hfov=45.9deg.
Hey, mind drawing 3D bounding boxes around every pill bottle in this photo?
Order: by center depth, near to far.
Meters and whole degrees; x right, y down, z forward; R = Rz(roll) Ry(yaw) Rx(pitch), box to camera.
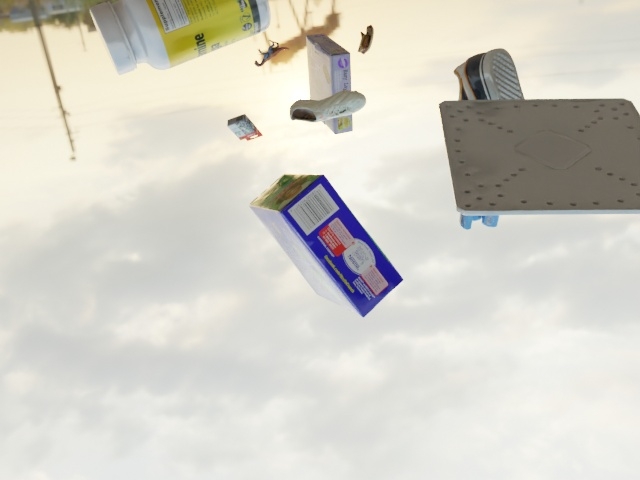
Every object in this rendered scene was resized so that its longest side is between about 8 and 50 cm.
[{"bbox_3d":[-0.286,-0.464,1.547,0.334,0.187,0.188,-24,-157,-10],"label":"pill bottle"}]

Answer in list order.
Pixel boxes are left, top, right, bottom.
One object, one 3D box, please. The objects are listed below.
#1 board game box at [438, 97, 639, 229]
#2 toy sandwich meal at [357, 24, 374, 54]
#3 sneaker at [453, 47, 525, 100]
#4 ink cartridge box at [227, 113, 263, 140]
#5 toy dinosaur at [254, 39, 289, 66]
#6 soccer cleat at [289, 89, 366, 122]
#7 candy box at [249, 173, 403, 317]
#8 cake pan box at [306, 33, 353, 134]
[{"bbox_3d":[0.431,-0.152,1.413,0.390,0.050,0.390,-1,-142,3],"label":"board game box"},{"bbox_3d":[0.123,-0.553,2.076,0.029,0.085,0.085,9,-163,-12],"label":"toy sandwich meal"},{"bbox_3d":[0.386,-0.254,1.656,0.126,0.321,0.127,-27,-164,-36],"label":"sneaker"},{"bbox_3d":[-0.230,-0.337,2.322,0.063,0.115,0.029,-16,-125,22],"label":"ink cartridge box"},{"bbox_3d":[-0.144,-0.508,2.070,0.090,0.082,0.047,31,-162,21],"label":"toy dinosaur"},{"bbox_3d":[0.017,-0.325,1.870,0.196,0.068,0.076,-5,-142,16],"label":"soccer cleat"},{"bbox_3d":[0.000,0.000,1.549,0.122,0.268,0.317,-40,-166,-11],"label":"candy box"},{"bbox_3d":[0.023,-0.480,2.293,0.070,0.245,0.267,-10,-152,-15],"label":"cake pan box"}]
